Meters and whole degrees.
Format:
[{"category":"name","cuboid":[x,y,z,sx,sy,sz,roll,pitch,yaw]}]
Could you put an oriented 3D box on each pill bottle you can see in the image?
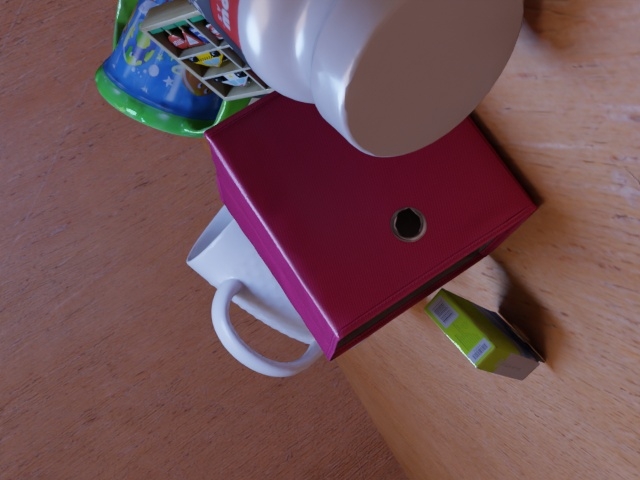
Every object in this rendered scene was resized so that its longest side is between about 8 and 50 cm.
[{"category":"pill bottle","cuboid":[-0.012,-0.249,0.706,0.363,0.210,0.210,50,169,31]}]

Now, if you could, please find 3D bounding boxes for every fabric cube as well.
[{"category":"fabric cube","cuboid":[0.048,-0.045,0.959,0.258,0.254,0.259,57,171,10]}]

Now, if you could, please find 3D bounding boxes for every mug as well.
[{"category":"mug","cuboid":[-0.049,0.070,1.476,0.328,0.374,0.276,40,142,-12]}]

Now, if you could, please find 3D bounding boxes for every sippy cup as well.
[{"category":"sippy cup","cuboid":[-0.233,-0.327,1.399,0.306,0.224,0.240,26,-155,-1]}]

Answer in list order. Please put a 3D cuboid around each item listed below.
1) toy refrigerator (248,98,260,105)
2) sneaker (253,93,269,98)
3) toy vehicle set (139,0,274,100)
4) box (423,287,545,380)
[{"category":"toy refrigerator","cuboid":[-0.091,-0.181,1.691,0.269,0.094,0.102,57,177,-2]},{"category":"sneaker","cuboid":[-0.157,-0.331,1.563,0.228,0.130,0.087,22,112,24]},{"category":"toy vehicle set","cuboid":[-0.084,-0.251,1.038,0.267,0.035,0.166,-1,152,44]},{"category":"box","cuboid":[0.217,0.126,1.086,0.178,0.042,0.109,24,-159,-53]}]
